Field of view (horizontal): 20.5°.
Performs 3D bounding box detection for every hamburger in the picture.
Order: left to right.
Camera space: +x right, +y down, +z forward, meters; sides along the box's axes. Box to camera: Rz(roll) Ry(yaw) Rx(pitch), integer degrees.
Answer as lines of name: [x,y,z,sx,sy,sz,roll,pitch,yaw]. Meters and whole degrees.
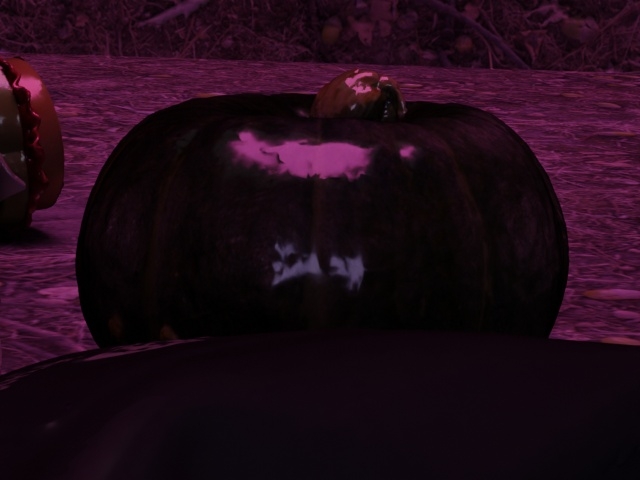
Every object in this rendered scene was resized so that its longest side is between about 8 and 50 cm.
hamburger: [-0.312,-0.081,1.524,0.137,0.175,0.175,-12,18,-30]

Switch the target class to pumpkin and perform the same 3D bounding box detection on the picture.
pumpkin: [0.000,0.000,1.061,0.300,0.207,0.300,2,12,-1]

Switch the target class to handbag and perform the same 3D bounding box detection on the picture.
handbag: [-0.069,0.100,0.550,0.288,0.152,0.342,0,8,39]

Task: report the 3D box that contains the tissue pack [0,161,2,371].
tissue pack: [-0.315,0.011,1.103,0.229,0.145,0.159,0,13,-10]
